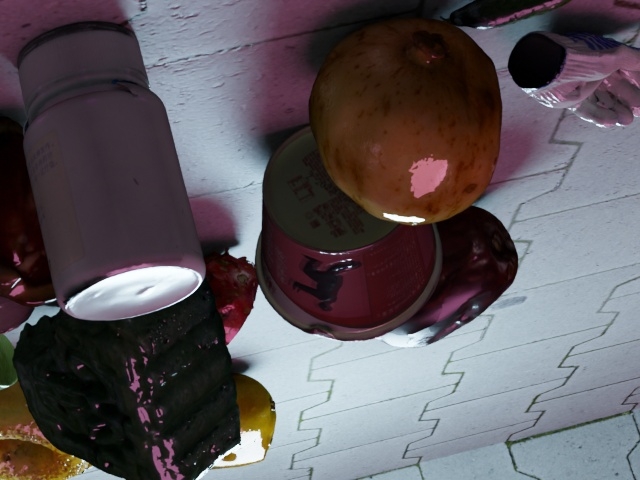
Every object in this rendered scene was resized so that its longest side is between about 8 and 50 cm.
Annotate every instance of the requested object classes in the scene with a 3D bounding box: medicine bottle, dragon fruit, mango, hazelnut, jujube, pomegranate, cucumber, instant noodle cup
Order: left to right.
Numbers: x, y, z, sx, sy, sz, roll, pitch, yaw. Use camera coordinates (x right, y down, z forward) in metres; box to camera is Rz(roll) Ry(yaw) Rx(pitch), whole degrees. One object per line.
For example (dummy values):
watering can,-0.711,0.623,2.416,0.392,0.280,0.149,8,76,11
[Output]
hazelnut,-0.318,-0.027,1.584,0.201,0.170,0.160,29,164,-24
medicine bottle,-0.203,-0.065,1.443,0.143,0.258,0.143,-15,162,-5
dragon fruit,-0.168,0.071,2.053,0.111,0.153,0.153,32,137,-24
mango,-0.193,0.298,2.618,0.236,0.136,0.166,-8,145,-6
instant noodle cup,0.029,-0.022,1.811,0.234,0.235,0.178,-14,151,-4
pomegranate,0.097,-0.132,1.580,0.215,0.215,0.215,-14,160,-5
jujube,0.158,0.057,2.167,0.243,0.183,0.183,-26,158,28
cucumber,0.201,-0.244,1.596,0.155,0.037,0.037,-16,160,2

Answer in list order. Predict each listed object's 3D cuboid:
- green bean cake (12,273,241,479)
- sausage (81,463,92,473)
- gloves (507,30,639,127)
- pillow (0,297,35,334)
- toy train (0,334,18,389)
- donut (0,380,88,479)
green bean cake,-0.273,0.160,2.016,0.307,0.300,0.169,14,-142,39
sausage,-0.391,0.303,2.560,0.082,0.082,0.371,-10,158,-16
gloves,0.302,-0.190,1.729,0.229,0.097,0.119,15,141,-43
pillow,-0.444,0.073,1.930,0.169,0.059,0.255,-13,161,2
toy train,-0.562,0.218,2.127,0.307,0.126,0.189,-22,160,16
donut,-0.460,0.289,2.354,0.277,0.109,0.278,4,151,2
